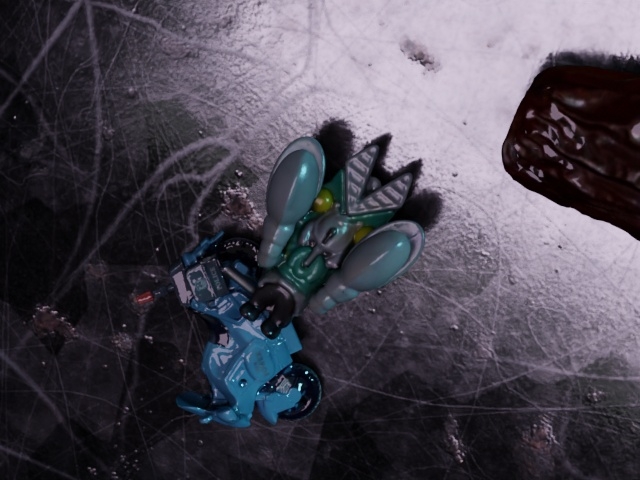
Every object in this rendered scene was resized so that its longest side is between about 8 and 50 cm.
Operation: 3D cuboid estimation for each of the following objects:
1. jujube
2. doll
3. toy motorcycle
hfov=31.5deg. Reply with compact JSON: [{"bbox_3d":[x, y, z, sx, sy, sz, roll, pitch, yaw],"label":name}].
[{"bbox_3d":[0.371,-0.087,1.237,0.342,0.216,0.216,15,107,12],"label":"jujube"},{"bbox_3d":[0.019,0.007,1.356,0.195,0.153,0.258,13,93,-2],"label":"doll"},{"bbox_3d":[-0.121,0.129,1.462,0.182,0.123,0.272,-23,101,-5],"label":"toy motorcycle"}]
